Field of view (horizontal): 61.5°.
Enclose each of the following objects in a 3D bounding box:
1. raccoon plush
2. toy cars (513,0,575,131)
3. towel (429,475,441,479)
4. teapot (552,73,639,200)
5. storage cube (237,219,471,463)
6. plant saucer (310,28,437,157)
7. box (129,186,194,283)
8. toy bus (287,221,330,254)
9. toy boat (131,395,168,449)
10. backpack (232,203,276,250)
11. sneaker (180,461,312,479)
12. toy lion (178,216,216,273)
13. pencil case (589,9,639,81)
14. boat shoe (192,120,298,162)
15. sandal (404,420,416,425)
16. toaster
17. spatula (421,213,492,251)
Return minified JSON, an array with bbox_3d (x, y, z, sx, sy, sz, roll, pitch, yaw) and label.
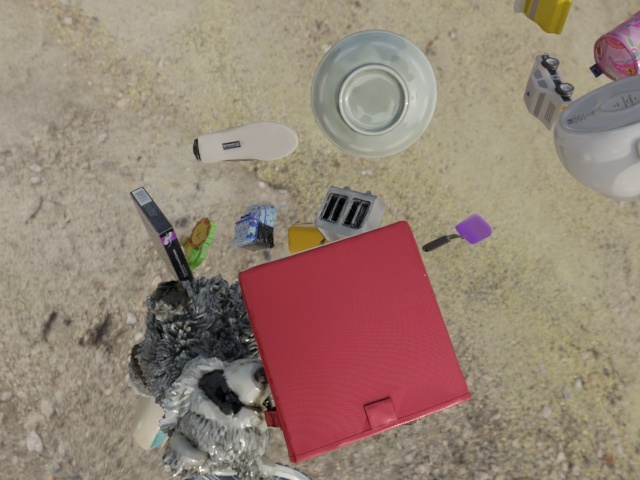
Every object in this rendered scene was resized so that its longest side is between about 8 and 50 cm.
[{"bbox_3d":[-0.193,0.267,0.859,0.216,0.446,0.299,9,51,-21],"label":"raccoon plush"},{"bbox_3d":[0.476,-0.427,1.177,0.087,0.176,0.393,-4,93,0],"label":"toy cars"},{"bbox_3d":[0.145,0.525,0.912,0.187,0.282,0.049,-33,49,-23],"label":"towel"},{"bbox_3d":[0.530,-0.150,0.901,0.256,0.252,0.187,-36,113,-15],"label":"teapot"},{"bbox_3d":[0.024,0.110,0.611,0.215,0.183,0.193,-16,80,-7],"label":"storage cube"},{"bbox_3d":[0.164,-0.442,1.676,0.400,0.400,0.100,30,23,-7],"label":"plant saucer"},{"bbox_3d":[-0.263,0.001,0.910,0.029,0.162,0.116,-30,56,-21],"label":"box"},{"bbox_3d":[0.000,0.000,1.835,0.130,0.333,0.108,-9,99,-42],"label":"toy bus"},{"bbox_3d":[-0.419,0.451,1.528,0.148,0.318,0.267,27,46,-18],"label":"toy boat"},{"bbox_3d":[-0.235,-0.057,1.952,0.117,0.158,0.173,18,74,-34],"label":"backpack"},{"bbox_3d":[-0.146,0.499,1.070,0.283,0.110,0.122,17,61,-14],"label":"sneaker"},{"bbox_3d":[-0.242,0.005,1.069,0.034,0.096,0.100,32,35,-40],"label":"toy lion"},{"bbox_3d":[0.659,-0.398,1.006,0.284,0.124,0.124,-32,79,1],"label":"pencil case"},{"bbox_3d":[-0.226,-0.322,1.732,0.340,0.127,0.158,-1,18,11],"label":"boat shoe"},{"bbox_3d":[0.148,0.411,1.300,0.179,0.040,0.067,11,102,-12],"label":"sandal"},{"bbox_3d":[0.086,-0.065,1.619,0.168,0.110,0.185,16,74,28],"label":"toaster"},{"bbox_3d":[0.397,-0.007,1.620,0.084,0.296,0.030,42,64,-9],"label":"spatula"}]
